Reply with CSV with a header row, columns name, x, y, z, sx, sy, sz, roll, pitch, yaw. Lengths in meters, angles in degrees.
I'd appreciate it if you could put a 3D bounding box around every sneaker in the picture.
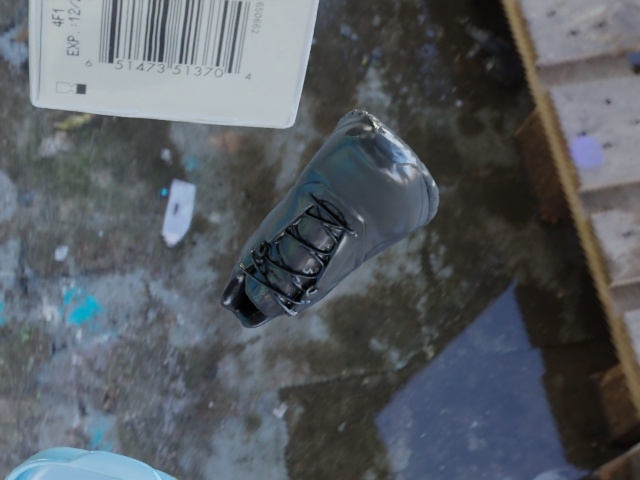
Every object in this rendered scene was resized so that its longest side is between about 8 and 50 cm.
name,x,y,z,sx,sy,sz,roll,pitch,yaw
sneaker,0.000,0.000,1.126,0.109,0.286,0.130,43,61,4

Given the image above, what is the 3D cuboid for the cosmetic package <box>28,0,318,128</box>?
name,x,y,z,sx,sy,sz,roll,pitch,yaw
cosmetic package,-0.085,-0.216,0.813,0.153,0.129,0.296,3,48,-10

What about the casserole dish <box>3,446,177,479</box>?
name,x,y,z,sx,sy,sz,roll,pitch,yaw
casserole dish,-0.128,0.183,0.740,0.114,0.188,0.037,17,23,-9
